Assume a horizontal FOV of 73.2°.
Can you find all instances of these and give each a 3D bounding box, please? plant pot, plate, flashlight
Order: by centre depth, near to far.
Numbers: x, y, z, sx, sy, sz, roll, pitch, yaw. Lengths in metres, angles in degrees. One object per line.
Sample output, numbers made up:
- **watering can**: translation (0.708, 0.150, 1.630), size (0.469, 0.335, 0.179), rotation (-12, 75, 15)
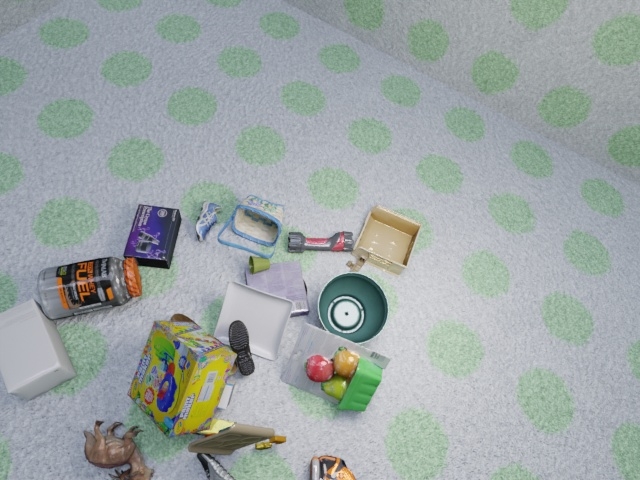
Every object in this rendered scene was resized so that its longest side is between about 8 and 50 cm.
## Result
- **plate**: translation (-0.273, 0.323, 1.762), size (0.277, 0.045, 0.278), rotation (19, 104, 2)
- **plant pot**: translation (0.122, 0.299, 1.824), size (0.292, 0.196, 0.293), rotation (2, 71, -7)
- **plant pot**: translation (-0.262, 0.103, 1.872), size (0.079, 0.083, 0.083), rotation (-4, 62, -26)
- **flashlight**: translation (0.000, 0.000, 2.030), size (0.303, 0.103, 0.103), rotation (3, 35, -7)

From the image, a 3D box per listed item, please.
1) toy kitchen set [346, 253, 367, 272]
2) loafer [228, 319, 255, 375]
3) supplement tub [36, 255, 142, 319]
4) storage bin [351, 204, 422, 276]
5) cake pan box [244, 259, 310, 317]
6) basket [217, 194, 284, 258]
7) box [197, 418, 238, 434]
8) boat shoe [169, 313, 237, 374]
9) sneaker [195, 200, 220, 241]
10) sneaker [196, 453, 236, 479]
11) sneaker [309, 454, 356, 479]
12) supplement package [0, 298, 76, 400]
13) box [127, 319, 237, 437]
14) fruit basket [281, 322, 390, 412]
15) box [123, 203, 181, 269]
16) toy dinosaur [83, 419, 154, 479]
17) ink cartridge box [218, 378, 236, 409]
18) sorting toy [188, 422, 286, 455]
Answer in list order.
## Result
- **toy kitchen set**: translation (0.162, 0.105, 2.014), size (0.068, 0.075, 0.083), rotation (35, 62, 10)
- **loafer**: translation (-0.322, 0.429, 1.728), size (0.080, 0.078, 0.220), rotation (-11, 85, -18)
- **supplement tub**: translation (-0.903, 0.179, 1.710), size (0.337, 0.207, 0.207), rotation (-12, 65, -16)
- **storage bin**: translation (0.316, -0.003, 2.072), size (0.260, 0.123, 0.262), rotation (24, 61, 3)
- **cake pan box**: translation (-0.188, 0.222, 1.895), size (0.266, 0.070, 0.246), rotation (-8, 66, -14)
- **basket**: translation (-0.300, -0.061, 1.947), size (0.254, 0.201, 0.289), rotation (19, 51, -1)
- **box**: translation (-0.425, 0.688, 1.594), size (0.232, 0.087, 0.058), rotation (10, 59, -3)
- **boat shoe**: translation (-0.478, 0.434, 1.716), size (0.341, 0.121, 0.110), rotation (37, 99, 13)
- **sneaker**: translation (-0.521, -0.091, 1.994), size (0.081, 0.080, 0.211), rotation (9, 62, -2)
- **sneaker**: translation (-0.381, 0.860, 1.512), size (0.228, 0.086, 0.132), rotation (39, 65, 10)
- **sneaker**: translation (0.053, 0.938, 1.522), size (0.179, 0.125, 0.321), rotation (5, 62, -7)
- **supplement package**: translation (-1.061, 0.400, 1.581), size (0.175, 0.178, 0.293), rotation (-28, 69, -23)
- **box**: translation (-0.489, 0.473, 1.520), size (0.279, 0.177, 0.290), rotation (21, 92, 36)
- **fruit basket**: translation (0.054, 0.496, 1.680), size (0.352, 0.327, 0.165), rotation (23, 28, 8)
- **box**: translation (-0.736, -0.018, 1.908), size (0.184, 0.103, 0.261), rotation (8, 61, -9)
- **toy dinosaur**: translation (-0.722, 0.744, 1.495), size (0.295, 0.127, 0.201), rotation (12, 68, 3)
- **ink cartridge box**: translation (-0.381, 0.574, 1.638), size (0.092, 0.143, 0.090), rotation (15, 78, -2)
- **sorting toy**: translation (-0.279, 0.705, 1.531), size (0.229, 0.307, 0.041), rotation (-33, 49, 22)
